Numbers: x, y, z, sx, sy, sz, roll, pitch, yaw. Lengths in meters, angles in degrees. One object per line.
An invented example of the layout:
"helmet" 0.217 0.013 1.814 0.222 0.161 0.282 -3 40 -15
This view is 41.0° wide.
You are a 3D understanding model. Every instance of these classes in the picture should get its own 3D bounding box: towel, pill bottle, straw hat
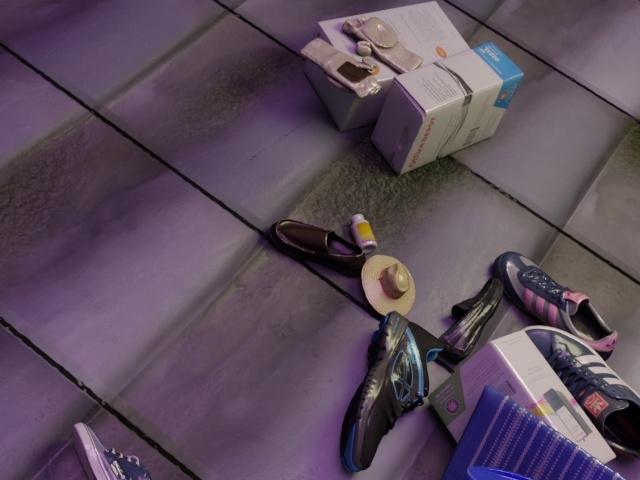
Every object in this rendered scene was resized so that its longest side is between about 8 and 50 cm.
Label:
"towel" 0.376 0.433 1.480 0.336 0.243 0.040 34 26 31
"pill bottle" 0.092 -0.015 1.872 0.043 0.043 0.083 -7 59 -19
"straw hat" 0.159 0.084 1.789 0.144 0.061 0.144 14 59 -24

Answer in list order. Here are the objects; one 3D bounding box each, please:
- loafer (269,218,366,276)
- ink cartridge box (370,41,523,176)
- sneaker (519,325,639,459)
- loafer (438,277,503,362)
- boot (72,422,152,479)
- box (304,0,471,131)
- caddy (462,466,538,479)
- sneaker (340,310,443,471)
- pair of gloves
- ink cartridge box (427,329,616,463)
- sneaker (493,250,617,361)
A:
"loafer" 0.000 0.000 1.816 0.220 0.078 0.080 19 54 -1
"ink cartridge box" 0.294 -0.310 2.016 0.307 0.223 0.129 -24 64 -27
"sneaker" 0.527 0.298 1.684 0.350 0.131 0.148 35 16 12
"loafer" 0.314 0.154 1.792 0.078 0.076 0.223 37 59 2
"boot" -0.353 0.389 1.474 0.086 0.069 0.190 -19 71 -33
"box" 0.168 -0.431 2.102 0.345 0.168 0.215 -16 62 -24
"caddy" 0.330 0.494 1.320 0.341 0.179 0.241 15 10 13
"sneaker" 0.139 0.291 1.625 0.139 0.125 0.341 26 56 -2
"pair of gloves" 0.099 -0.425 1.951 0.240 0.042 0.204 -36 72 -32
"ink cartridge box" 0.383 0.370 1.570 0.119 0.207 0.353 -8 57 -45
"sneaker" 0.508 0.124 1.829 0.112 0.131 0.319 -31 68 -30
